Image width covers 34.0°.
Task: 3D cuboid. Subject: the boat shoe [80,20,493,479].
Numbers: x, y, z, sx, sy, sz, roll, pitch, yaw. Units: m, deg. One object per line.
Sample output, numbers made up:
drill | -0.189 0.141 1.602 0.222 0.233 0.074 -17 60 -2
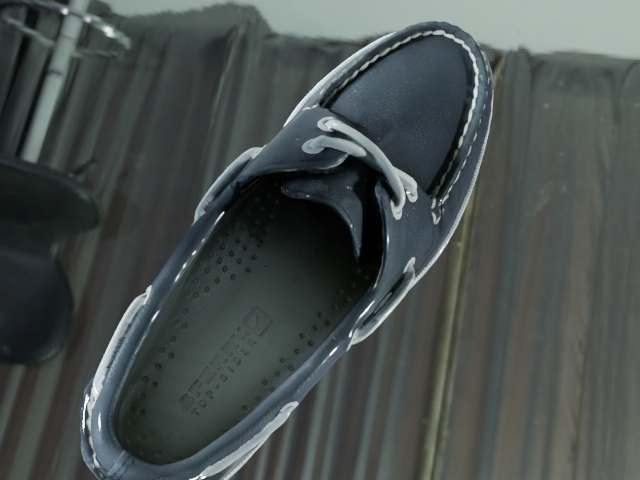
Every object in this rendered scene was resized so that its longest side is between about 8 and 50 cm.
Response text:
boat shoe | 0.000 0.000 0.511 0.114 0.303 0.091 32 163 1
